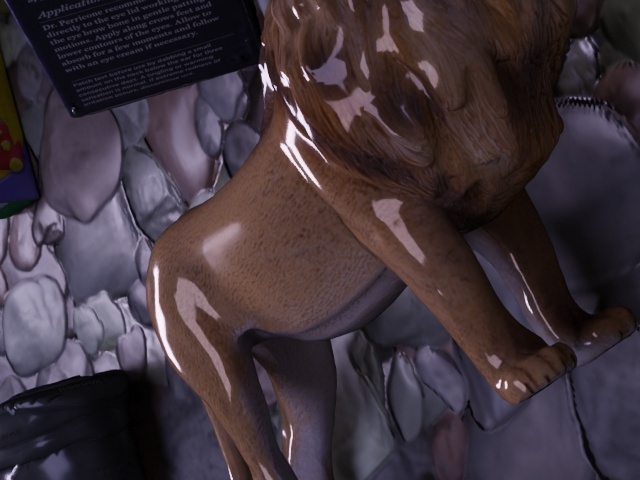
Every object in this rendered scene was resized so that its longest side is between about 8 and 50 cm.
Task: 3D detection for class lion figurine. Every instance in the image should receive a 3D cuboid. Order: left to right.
[{"bbox_3d":[0.000,0.000,0.787,0.392,0.142,0.240,-43,77,37],"label":"lion figurine"}]

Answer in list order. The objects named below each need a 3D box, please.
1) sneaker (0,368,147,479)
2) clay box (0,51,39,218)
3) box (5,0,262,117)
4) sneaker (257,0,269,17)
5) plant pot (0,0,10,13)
[{"bbox_3d":[-0.210,0.177,1.101,0.286,0.109,0.130,-25,84,50],"label":"sneaker"},{"bbox_3d":[-0.277,-0.119,1.104,0.053,0.127,0.222,-25,78,47],"label":"clay box"},{"bbox_3d":[-0.110,-0.184,0.795,0.207,0.108,0.153,69,-174,-58],"label":"box"},{"bbox_3d":[-0.015,-0.234,0.821,0.147,0.104,0.295,-132,31,-63],"label":"sneaker"},{"bbox_3d":[-0.254,-0.225,0.964,0.276,0.254,0.276,11,105,47],"label":"plant pot"}]
